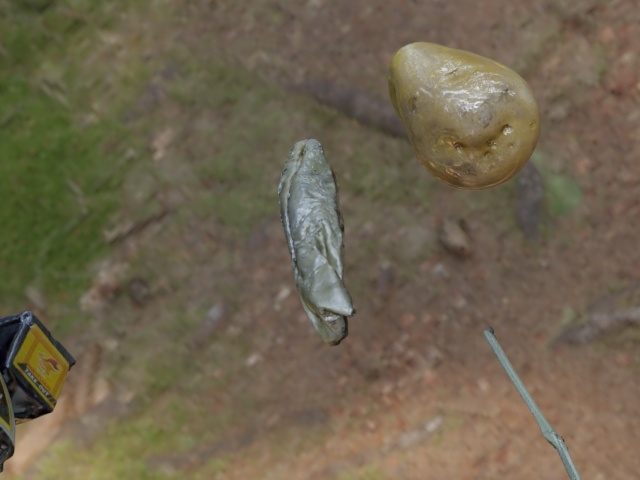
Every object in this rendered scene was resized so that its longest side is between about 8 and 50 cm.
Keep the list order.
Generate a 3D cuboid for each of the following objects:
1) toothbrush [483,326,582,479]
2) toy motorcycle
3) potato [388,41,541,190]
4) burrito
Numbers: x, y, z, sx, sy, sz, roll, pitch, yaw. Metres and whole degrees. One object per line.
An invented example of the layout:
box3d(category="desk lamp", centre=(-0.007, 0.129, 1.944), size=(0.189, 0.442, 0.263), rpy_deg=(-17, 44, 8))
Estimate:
box3d(category="toothbrush", centre=(0.230, 0.190, 1.769), size=(0.028, 0.026, 0.294), rpy_deg=(-35, 42, 13))
box3d(category="toy motorcycle", centre=(-0.279, 0.050, 1.103), size=(0.091, 0.263, 0.157), rpy_deg=(-19, 34, 28))
box3d(category="potato", centre=(0.069, -0.065, 0.841), size=(0.068, 0.062, 0.083), rpy_deg=(-57, 48, 23))
box3d(category="burrito", centre=(-0.001, -0.001, 1.552), size=(0.058, 0.063, 0.229), rpy_deg=(-33, 44, 20))
